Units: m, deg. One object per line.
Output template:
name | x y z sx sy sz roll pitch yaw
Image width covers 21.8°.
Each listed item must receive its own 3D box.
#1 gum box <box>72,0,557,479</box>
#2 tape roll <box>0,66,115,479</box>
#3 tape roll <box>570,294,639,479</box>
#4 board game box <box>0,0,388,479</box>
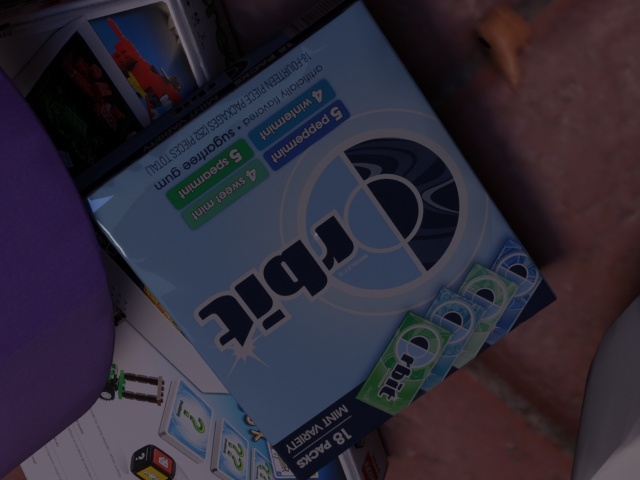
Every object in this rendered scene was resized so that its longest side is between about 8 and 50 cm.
gum box | 0.000 0.000 0.794 0.157 0.041 0.184 -36 112 0
tape roll | -0.228 -0.001 0.805 0.275 0.090 0.275 26 135 29
tape roll | 0.257 0.123 0.761 0.286 0.100 0.286 9 136 9
board game box | -0.102 0.019 0.870 0.193 0.053 0.305 -11 114 20
